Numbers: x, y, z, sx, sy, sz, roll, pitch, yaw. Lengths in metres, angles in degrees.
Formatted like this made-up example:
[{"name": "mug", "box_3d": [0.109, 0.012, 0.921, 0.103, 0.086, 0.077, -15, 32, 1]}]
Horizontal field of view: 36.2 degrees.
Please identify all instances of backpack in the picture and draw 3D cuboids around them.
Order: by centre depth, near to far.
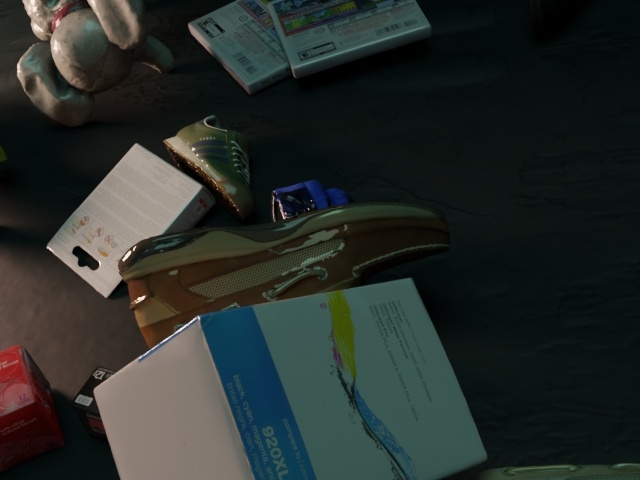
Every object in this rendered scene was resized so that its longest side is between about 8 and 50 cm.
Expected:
[{"name": "backpack", "box_3d": [0.000, 0.000, 1.091, 0.101, 0.098, 0.120, -16, 44, -6]}]

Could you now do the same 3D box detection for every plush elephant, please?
[{"name": "plush elephant", "box_3d": [-0.316, -0.321, 1.398, 0.271, 0.256, 0.330, -32, -8, 39]}]

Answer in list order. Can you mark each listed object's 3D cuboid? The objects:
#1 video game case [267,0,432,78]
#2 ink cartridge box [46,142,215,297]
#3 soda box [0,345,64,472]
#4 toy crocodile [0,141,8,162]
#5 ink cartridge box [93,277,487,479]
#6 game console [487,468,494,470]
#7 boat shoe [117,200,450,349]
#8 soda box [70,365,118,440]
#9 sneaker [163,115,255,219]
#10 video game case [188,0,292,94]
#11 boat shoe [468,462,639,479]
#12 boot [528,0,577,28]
[{"name": "video game case", "box_3d": [0.037, -0.317, 1.402, 0.201, 0.023, 0.183, -18, 45, -1]}, {"name": "ink cartridge box", "box_3d": [-0.237, -0.021, 1.228, 0.145, 0.045, 0.179, 32, 80, 36]}, {"name": "soda box", "box_3d": [-0.407, 0.211, 1.007, 0.263, 0.083, 0.092, -24, 46, -8]}, {"name": "toy crocodile", "box_3d": [-0.509, -0.134, 1.362, 0.115, 0.105, 0.340, -28, 42, -12]}, {"name": "ink cartridge box", "box_3d": [-0.022, 0.148, 0.781, 0.232, 0.171, 0.168, -8, 70, -43]}, {"name": "game console", "box_3d": [0.146, 0.254, 0.818, 0.124, 0.085, 0.144, -34, 48, -17]}, {"name": "boat shoe", "box_3d": [-0.029, 0.039, 0.960, 0.323, 0.122, 0.120, -10, 83, -12]}, {"name": "soda box", "box_3d": [-0.164, 0.182, 0.986, 0.168, 0.060, 0.053, 12, 49, 25]}, {"name": "sneaker", "box_3d": [-0.121, -0.104, 1.243, 0.086, 0.064, 0.192, -37, 46, -14]}, {"name": "video game case", "box_3d": [-0.070, -0.313, 1.461, 0.193, 0.023, 0.212, -29, 46, -13]}, {"name": "boat shoe", "box_3d": [0.268, 0.224, 0.793, 0.302, 0.109, 0.098, 1, 21, -2]}, {"name": "boot", "box_3d": [0.402, -0.380, 1.349, 0.207, 0.094, 0.247, 3, 42, 22]}]
